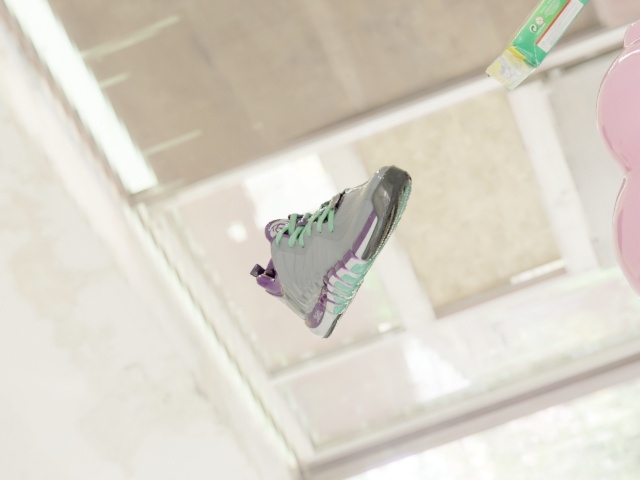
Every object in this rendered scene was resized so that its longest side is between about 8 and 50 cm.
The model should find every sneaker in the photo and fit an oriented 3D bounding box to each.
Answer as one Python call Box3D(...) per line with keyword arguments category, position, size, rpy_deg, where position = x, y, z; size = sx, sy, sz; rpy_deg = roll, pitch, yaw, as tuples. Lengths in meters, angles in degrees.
Box3D(category="sneaker", position=(0.000, 0.000, 1.356), size=(0.083, 0.098, 0.224), rpy_deg=(-56, -4, -38))

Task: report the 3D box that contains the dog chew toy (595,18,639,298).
Box3D(category="dog chew toy", position=(0.285, 0.003, 1.058), size=(0.206, 0.206, 0.332), rpy_deg=(21, -135, -81))

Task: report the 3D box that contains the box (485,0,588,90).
Box3D(category="box", position=(0.232, -0.221, 1.746), size=(0.043, 0.105, 0.179), rpy_deg=(38, 176, -2))
